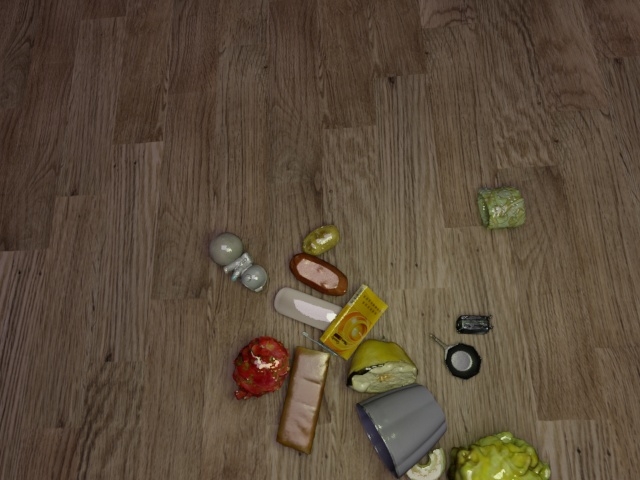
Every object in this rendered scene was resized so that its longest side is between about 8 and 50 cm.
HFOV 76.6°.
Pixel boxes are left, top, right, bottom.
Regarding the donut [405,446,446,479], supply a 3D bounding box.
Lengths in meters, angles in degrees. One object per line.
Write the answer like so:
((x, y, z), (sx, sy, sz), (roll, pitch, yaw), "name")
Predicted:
((0.368, 0.804, 1.444), (0.166, 0.065, 0.108), (-13, 75, 1), "donut")

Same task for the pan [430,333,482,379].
((0.517, 0.423, 1.538), (0.129, 0.048, 0.201), (-26, 76, -3), "pan")

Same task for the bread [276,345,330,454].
((-0.062, 0.595, 1.533), (0.138, 0.077, 0.361), (11, 77, 7), "bread")

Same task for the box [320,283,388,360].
((0.132, 0.315, 1.564), (0.269, 0.043, 0.152), (-50, 118, -8), "box")

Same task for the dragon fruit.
((-0.228, 0.487, 1.523), (0.205, 0.210, 0.268), (31, 100, -4), "dragon fruit")

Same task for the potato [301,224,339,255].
((0.000, 0.000, 1.683), (0.171, 0.080, 0.107), (-26, 87, -3), "potato")

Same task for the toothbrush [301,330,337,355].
((-0.003, 0.409, 1.610), (0.167, 0.011, 0.014), (30, 75, 12), "toothbrush")

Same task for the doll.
((-0.329, 0.094, 1.661), (0.287, 0.151, 0.151), (44, 83, 10), "doll")

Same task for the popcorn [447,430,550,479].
((0.579, 0.779, 1.325), (0.313, 0.312, 0.311), (-1, 75, 5), "popcorn")

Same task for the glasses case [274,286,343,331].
((-0.041, 0.277, 1.615), (0.297, 0.075, 0.113), (20, 80, 11), "glasses case")

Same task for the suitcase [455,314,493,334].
((0.583, 0.320, 1.541), (0.126, 0.086, 0.059), (1, 60, 5), "suitcase")

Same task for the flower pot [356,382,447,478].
((0.290, 0.630, 1.405), (0.243, 0.265, 0.265), (-26, 74, -12), "flower pot")

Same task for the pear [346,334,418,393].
((0.213, 0.449, 1.505), (0.267, 0.266, 0.178), (-15, 43, 1), "pear")

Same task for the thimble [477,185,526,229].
((0.721, -0.137, 1.624), (0.144, 0.137, 0.190), (-9, 60, 5), "thimble")

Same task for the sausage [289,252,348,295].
((-0.007, 0.137, 1.623), (0.259, 0.133, 0.133), (26, 79, 8), "sausage")
